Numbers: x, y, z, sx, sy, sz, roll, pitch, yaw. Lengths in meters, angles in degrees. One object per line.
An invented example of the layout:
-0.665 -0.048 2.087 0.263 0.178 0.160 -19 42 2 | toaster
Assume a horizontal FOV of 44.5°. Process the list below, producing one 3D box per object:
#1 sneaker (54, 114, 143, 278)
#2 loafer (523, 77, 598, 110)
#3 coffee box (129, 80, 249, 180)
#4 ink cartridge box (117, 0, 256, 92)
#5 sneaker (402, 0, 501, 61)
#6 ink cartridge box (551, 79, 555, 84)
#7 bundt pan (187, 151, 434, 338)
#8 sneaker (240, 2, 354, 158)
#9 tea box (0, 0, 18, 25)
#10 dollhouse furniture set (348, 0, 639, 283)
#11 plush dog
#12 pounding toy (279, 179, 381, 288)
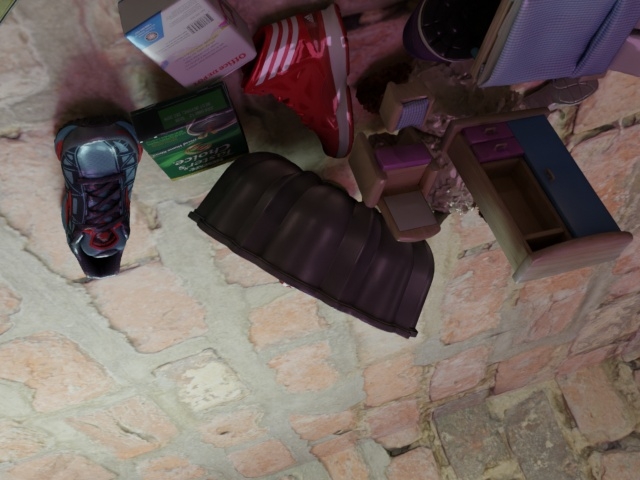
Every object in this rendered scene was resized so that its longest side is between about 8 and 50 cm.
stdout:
-0.264 -0.044 0.966 0.104 0.125 0.262 -9 150 -20 | sneaker
0.341 -0.211 1.145 0.125 0.045 0.039 -22 -176 10 | loafer
-0.148 -0.124 0.929 0.113 0.040 0.184 -19 171 -4 | coffee box
-0.136 -0.219 0.817 0.088 0.052 0.122 -28 150 15 | ink cartridge box
0.208 -0.300 0.870 0.283 0.107 0.124 -34 -167 -5 | sneaker
0.360 -0.299 0.870 0.224 0.045 0.223 -46 163 -27 | ink cartridge box
0.005 -0.009 0.999 0.331 0.331 0.124 25 94 -52 | bundt pan
-0.029 -0.181 0.941 0.128 0.087 0.221 -9 139 -2 | sneaker
-0.363 -0.244 0.460 0.323 0.220 0.329 -36 148 29 | tea box
0.221 -0.122 0.764 0.286 0.198 0.303 -11 148 -22 | dollhouse furniture set
0.174 -0.154 1.014 0.262 0.211 0.225 -20 125 -2 | plush dog
0.000 0.000 1.221 0.236 0.110 0.183 -7 149 -20 | pounding toy
